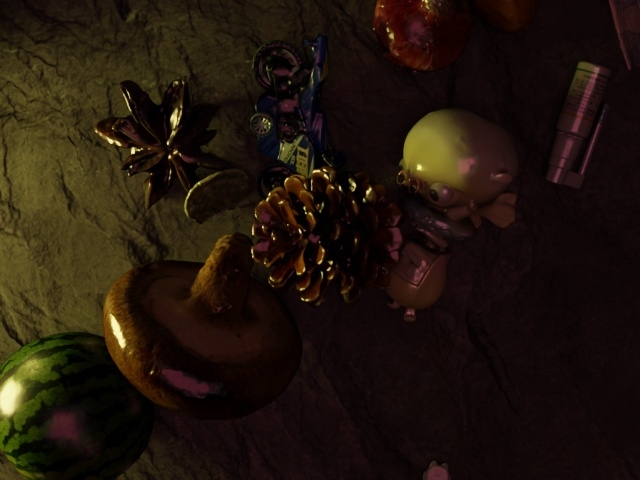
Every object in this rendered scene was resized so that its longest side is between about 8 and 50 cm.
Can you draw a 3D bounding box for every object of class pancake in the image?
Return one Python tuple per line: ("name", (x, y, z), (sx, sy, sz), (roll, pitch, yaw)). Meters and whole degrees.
("pancake", (-0.184, -0.083, 1.681), (0.130, 0.116, 0.022), (-26, 56, -13))

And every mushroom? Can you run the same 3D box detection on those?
("mushroom", (-0.201, 0.169, 1.631), (0.345, 0.345, 0.239), (-9, 135, 1))

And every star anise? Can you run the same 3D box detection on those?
("star anise", (-0.268, -0.173, 1.652), (0.212, 0.129, 0.282), (-30, 117, 6))

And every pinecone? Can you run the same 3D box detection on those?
("pinecone", (-0.003, -0.010, 1.607), (0.264, 0.264, 0.264), (0, 100, 0))

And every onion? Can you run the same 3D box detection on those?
("onion", (0.179, -0.380, 1.607), (0.184, 0.147, 0.183), (0, 87, -6))

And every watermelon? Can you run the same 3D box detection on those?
("watermelon", (-0.438, 0.304, 1.660), (0.285, 0.285, 0.285), (0, 100, 0))

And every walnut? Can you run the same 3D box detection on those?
("walnut", (0.293, -0.445, 1.610), (0.116, 0.116, 0.207), (-40, 103, 6))

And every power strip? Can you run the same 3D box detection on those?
("power strip", (0.224, 0.471, 1.824), (0.055, 0.035, 0.083), (11, 87, -3))

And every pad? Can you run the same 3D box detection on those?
("pad", (0.594, -0.438, 1.670), (0.158, 0.003, 0.234), (-18, 100, 3))

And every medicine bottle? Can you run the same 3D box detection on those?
("medicine bottle", (0.470, -0.205, 1.687), (0.092, 0.061, 0.220), (14, 101, -22))

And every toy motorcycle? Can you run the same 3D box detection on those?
("toy motorcycle", (-0.036, -0.207, 1.650), (0.169, 0.113, 0.315), (1, 116, 2))

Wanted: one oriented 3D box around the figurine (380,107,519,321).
("figurine", (0.233, -0.032, 1.672), (0.275, 0.226, 0.394), (13, 108, -31))
